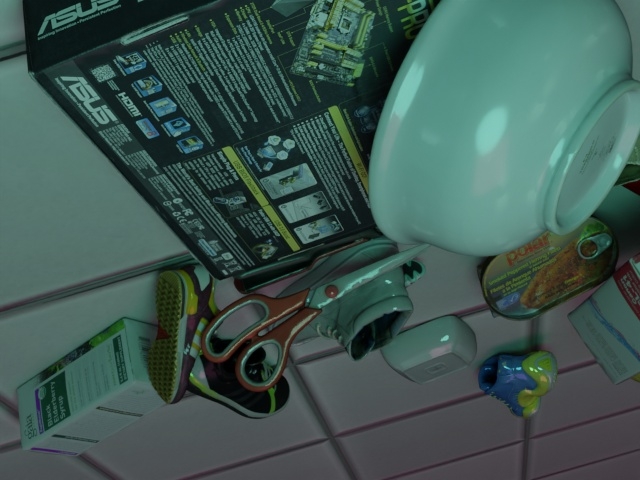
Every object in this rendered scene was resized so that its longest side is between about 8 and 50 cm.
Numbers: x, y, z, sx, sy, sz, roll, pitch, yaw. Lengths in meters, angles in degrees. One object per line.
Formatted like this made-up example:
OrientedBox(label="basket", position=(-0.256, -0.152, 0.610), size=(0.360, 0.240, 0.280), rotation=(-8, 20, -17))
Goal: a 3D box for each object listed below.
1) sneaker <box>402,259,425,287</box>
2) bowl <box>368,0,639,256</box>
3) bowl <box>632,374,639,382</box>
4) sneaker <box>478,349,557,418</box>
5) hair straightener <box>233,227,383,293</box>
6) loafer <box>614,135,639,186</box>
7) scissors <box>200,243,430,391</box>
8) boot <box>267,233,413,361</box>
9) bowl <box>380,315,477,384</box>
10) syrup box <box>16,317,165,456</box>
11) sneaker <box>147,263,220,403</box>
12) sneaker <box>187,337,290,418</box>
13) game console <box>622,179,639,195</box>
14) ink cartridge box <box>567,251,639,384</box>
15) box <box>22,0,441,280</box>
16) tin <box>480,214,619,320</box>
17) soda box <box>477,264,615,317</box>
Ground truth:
OrientedBox(label="sneaker", position=(0.107, 0.058, 1.281), size=(0.098, 0.038, 0.069), rotation=(-19, 153, 25))
OrientedBox(label="bowl", position=(0.184, -0.096, 0.810), size=(0.298, 0.134, 0.298), rotation=(-37, 146, -30))
OrientedBox(label="bowl", position=(0.626, 0.177, 1.600), size=(0.289, 0.156, 0.289), rotation=(-12, 150, -7))
OrientedBox(label="sneaker", position=(0.338, 0.252, 1.686), size=(0.126, 0.091, 0.240), rotation=(5, 149, 1))
OrientedBox(label="hair straightener", position=(0.000, 0.000, 1.118), size=(0.230, 0.047, 0.089), rotation=(-15, 151, -1))
OrientedBox(label="loafer", position=(0.259, -0.067, 1.080), size=(0.268, 0.092, 0.102), rotation=(-31, 147, 25))
OrientedBox(label="scissors", position=(-0.008, 0.062, 1.127), size=(0.297, 0.109, 0.021), rotation=(-40, 175, -2))
OrientedBox(label="boot", position=(0.020, 0.105, 1.227), size=(0.095, 0.123, 0.258), rotation=(7, 143, -34))
OrientedBox(label="bowl", position=(0.177, 0.182, 1.505), size=(0.142, 0.053, 0.142), rotation=(-23, 149, 17))
OrientedBox(label="syrup box", position=(-0.302, 0.204, 1.276), size=(0.237, 0.093, 0.096), rotation=(-32, 147, 27))
OrientedBox(label="sneaker", position=(-0.158, 0.117, 1.159), size=(0.084, 0.069, 0.185), rotation=(-11, 123, -39))
OrientedBox(label="sneaker", position=(-0.105, 0.196, 1.364), size=(0.097, 0.084, 0.235), rotation=(-33, 146, 25))
OrientedBox(label="game console", position=(0.469, -0.097, 1.207), size=(0.124, 0.085, 0.144), rotation=(0, 167, 45))
OrientedBox(label="ink cartridge box", position=(0.479, 0.063, 1.235), size=(0.226, 0.131, 0.306), rotation=(-30, 167, -9))
OrientedBox(label="box", position=(-0.027, -0.122, 0.854), size=(0.318, 0.097, 0.395), rotation=(-18, 150, 8))
OrientedBox(label="tin", position=(0.303, 0.033, 1.261), size=(0.190, 0.040, 0.106), rotation=(-28, 108, 9))
OrientedBox(label="soda box", position=(0.318, 0.045, 1.326), size=(0.183, 0.063, 0.058), rotation=(-19, 150, 7))
